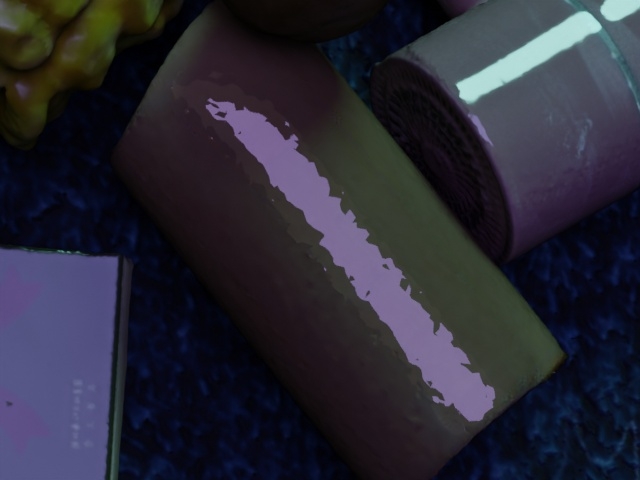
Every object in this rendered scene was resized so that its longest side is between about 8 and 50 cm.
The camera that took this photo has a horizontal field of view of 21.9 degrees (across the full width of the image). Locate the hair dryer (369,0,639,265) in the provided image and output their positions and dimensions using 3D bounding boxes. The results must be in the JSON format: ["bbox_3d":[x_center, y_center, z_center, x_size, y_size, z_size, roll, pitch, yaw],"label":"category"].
[{"bbox_3d":[0.086,-0.183,0.877,0.210,0.125,0.352,-29,81,-16],"label":"hair dryer"}]

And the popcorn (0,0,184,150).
[{"bbox_3d":[-0.160,-0.179,0.776,0.233,0.192,0.266,25,81,-8],"label":"popcorn"}]

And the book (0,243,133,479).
[{"bbox_3d":[-0.239,0.090,0.800,0.289,0.026,0.201,4,82,-12],"label":"book"}]

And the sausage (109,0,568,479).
[{"bbox_3d":[0.000,0.000,0.819,0.123,0.123,0.253,-39,88,-15],"label":"sausage"}]

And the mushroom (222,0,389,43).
[{"bbox_3d":[-0.017,-0.260,0.794,0.128,0.128,0.350,-1,68,-12],"label":"mushroom"}]
